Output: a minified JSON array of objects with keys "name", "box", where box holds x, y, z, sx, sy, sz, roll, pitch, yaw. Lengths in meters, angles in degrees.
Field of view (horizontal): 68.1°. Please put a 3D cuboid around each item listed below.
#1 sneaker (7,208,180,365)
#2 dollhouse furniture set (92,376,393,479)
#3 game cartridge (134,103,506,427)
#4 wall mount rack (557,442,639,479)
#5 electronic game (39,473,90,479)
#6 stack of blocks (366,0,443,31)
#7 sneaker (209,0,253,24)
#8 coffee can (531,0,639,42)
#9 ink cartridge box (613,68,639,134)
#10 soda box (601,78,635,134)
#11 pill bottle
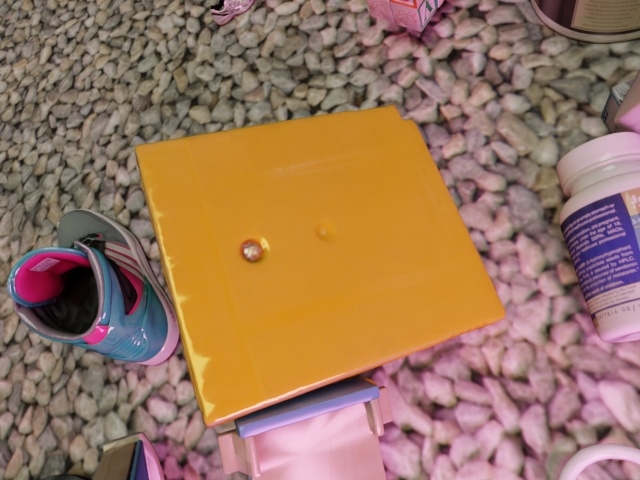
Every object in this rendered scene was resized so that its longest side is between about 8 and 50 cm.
[{"name":"sneaker","box":[-0.323,0.038,0.625,0.124,0.178,0.295,-46,63,-1]},{"name":"dollhouse furniture set","box":[-0.058,0.308,0.500,0.303,0.198,0.286,-12,88,-18]},{"name":"game cartridge","box":[0.000,0.000,0.503,0.323,0.053,0.285,-13,71,-20]},{"name":"wall mount rack","box":[0.284,0.341,0.329,0.304,0.130,0.350,-40,62,2]},{"name":"electronic game","box":[-0.332,0.407,0.566,0.229,0.048,0.229,-11,61,20]},{"name":"stack of blocks","box":[0.172,-0.434,0.630,0.087,0.171,0.297,31,84,26]},{"name":"sneaker","box":[-0.151,-0.405,0.807,0.083,0.037,0.032,-37,62,2]},{"name":"coffee can","box":[0.337,-0.382,0.494,0.201,0.275,0.202,-7,68,17]},{"name":"ink cartridge box","box":[0.432,-0.109,0.349,0.306,0.226,0.131,30,95,13]},{"name":"soda box","box":[0.413,-0.160,0.507,0.183,0.058,0.063,-19,66,11]},{"name":"pill bottle","box":[0.301,-0.004,0.460,0.112,0.112,0.187,-14,67,14]}]
